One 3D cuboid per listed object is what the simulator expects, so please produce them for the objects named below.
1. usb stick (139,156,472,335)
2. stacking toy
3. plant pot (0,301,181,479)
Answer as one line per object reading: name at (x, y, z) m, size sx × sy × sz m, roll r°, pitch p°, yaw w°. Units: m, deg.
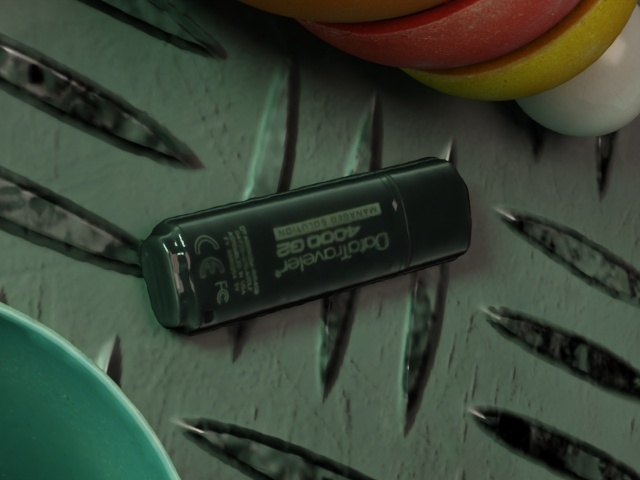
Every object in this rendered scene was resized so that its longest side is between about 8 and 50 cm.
usb stick at (0.000, 0.000, 1.086) m, size 0.278 × 0.045 × 0.077 m, roll -15°, pitch 96°, yaw -43°
stacking toy at (0.107, -0.204, 1.113) m, size 0.480 × 0.350 × 0.351 m, roll 43°, pitch 53°, yaw -47°
plant pot at (-0.215, 0.178, 0.714) m, size 0.290 × 0.195 × 0.290 m, roll 8°, pitch 71°, yaw -23°
